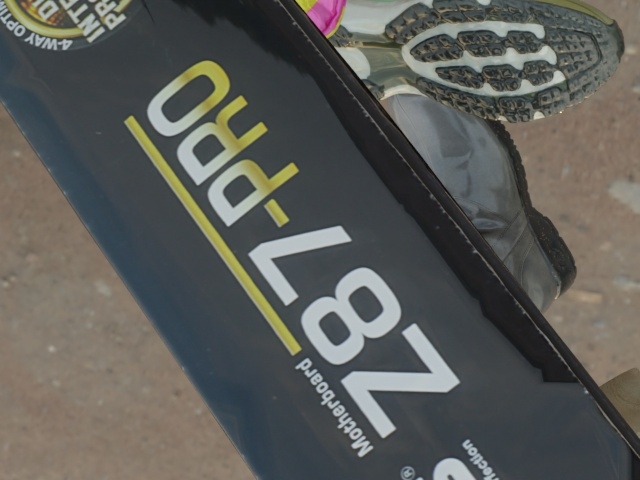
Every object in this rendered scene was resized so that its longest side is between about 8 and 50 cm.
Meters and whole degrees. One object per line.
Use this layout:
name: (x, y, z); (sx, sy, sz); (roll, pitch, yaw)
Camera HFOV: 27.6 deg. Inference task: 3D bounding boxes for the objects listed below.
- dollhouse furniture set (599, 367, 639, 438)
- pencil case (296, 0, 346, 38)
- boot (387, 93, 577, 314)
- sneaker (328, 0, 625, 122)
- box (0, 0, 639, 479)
dollhouse furniture set: (0.383, 0.171, 0.953); (0.286, 0.198, 0.303); (-35, 97, 13)
pencil case: (-0.056, -0.215, 1.088); (0.104, 0.104, 0.236); (37, 176, -20)
boot: (0.145, -0.014, 1.482); (0.338, 0.222, 0.118); (54, 146, -7)
sneaker: (0.137, -0.242, 1.350); (0.410, 0.182, 0.158); (11, 142, 39)
box: (0.000, 0.000, 0.501); (0.395, 0.097, 0.318); (53, -176, 16)
